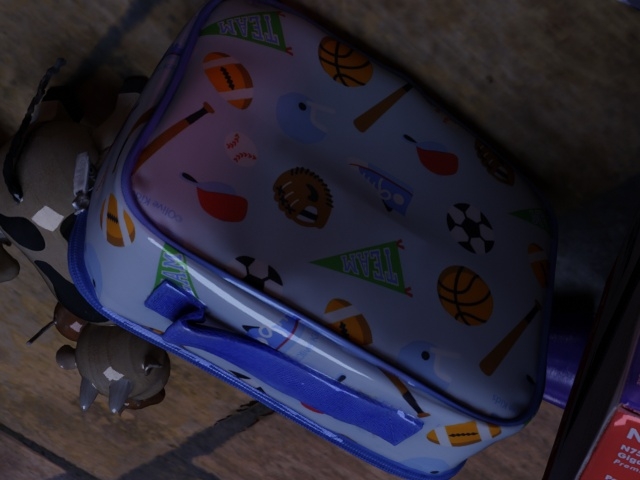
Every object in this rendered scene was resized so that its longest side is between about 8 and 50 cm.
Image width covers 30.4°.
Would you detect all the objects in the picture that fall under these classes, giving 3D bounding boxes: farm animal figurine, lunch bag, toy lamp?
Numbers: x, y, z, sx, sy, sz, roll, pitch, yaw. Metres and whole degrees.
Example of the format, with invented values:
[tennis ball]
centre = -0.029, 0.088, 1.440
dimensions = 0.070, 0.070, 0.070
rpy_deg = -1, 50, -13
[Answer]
[farm animal figurine]
centre = -0.123, 0.029, 0.853
dimensions = 0.330, 0.172, 0.327
rpy_deg = -16, 129, 34
[lunch bag]
centre = 0.000, 0.000, 0.721
dimensions = 0.303, 0.243, 0.115
rpy_deg = 29, 138, -14
[toy lamp]
centre = 0.269, 0.103, 0.866
dimensions = 0.275, 0.080, 0.080
rpy_deg = 8, 139, 8

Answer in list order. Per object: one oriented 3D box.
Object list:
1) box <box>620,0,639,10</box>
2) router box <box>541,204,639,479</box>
[box]
centre = 0.146, -0.276, 0.407
dimensions = 0.313, 0.179, 0.343
rpy_deg = 22, 140, -7
[router box]
centre = 0.196, 0.060, 0.642
dimensions = 0.082, 0.335, 0.301
rpy_deg = 21, 140, 11
